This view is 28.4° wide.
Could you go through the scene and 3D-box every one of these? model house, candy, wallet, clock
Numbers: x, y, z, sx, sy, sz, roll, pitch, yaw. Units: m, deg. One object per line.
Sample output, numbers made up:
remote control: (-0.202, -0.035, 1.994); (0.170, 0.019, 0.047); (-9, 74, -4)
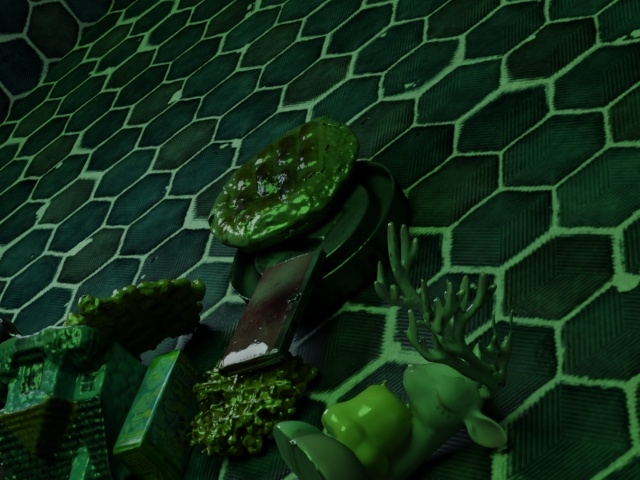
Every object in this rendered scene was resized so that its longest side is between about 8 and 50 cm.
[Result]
model house: (-0.403, 0.296, 1.918); (0.261, 0.226, 0.241); (-21, 43, 33)
candy: (-0.231, 0.265, 1.885); (0.062, 0.097, 0.194); (-21, 33, 31)
wallet: (-0.070, 0.105, 1.866); (0.119, 0.025, 0.232); (-21, 29, 32)
clock: (0.000, 0.000, 2.042); (0.319, 0.066, 0.319); (-29, 30, 18)

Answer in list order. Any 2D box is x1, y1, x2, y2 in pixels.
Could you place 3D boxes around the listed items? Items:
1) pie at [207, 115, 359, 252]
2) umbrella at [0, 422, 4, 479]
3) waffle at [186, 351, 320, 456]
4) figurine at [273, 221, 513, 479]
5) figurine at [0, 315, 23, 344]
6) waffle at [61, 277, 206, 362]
pie: (-0.060, -0.094, 2.112); (0.306, 0.071, 0.306); (-28, 31, 19)
umbrella: (-0.507, 0.391, 2.031); (0.090, 0.094, 0.326); (-45, 25, 16)
waffle: (-0.110, 0.229, 1.826); (0.197, 0.070, 0.193); (-49, 30, -20)
figurine: (0.098, 0.169, 1.480); (0.316, 0.284, 0.206); (-35, 27, -19)
figurine: (-0.700, 0.265, 2.373); (0.370, 0.167, 0.281); (-45, 23, 7)
waffle: (-0.316, 0.148, 2.054); (0.291, 0.291, 0.051); (-35, 66, 7)
